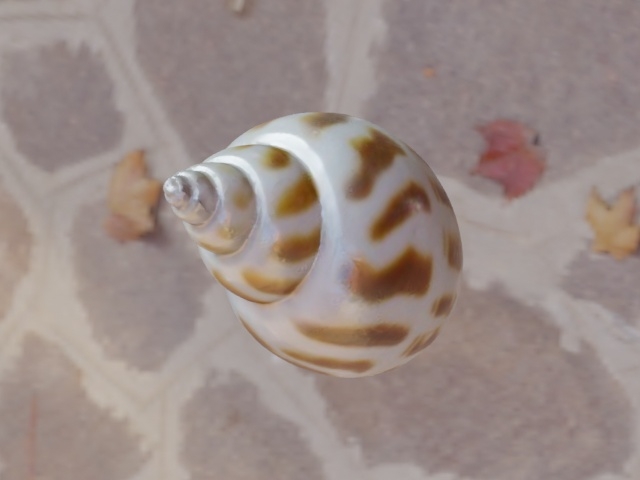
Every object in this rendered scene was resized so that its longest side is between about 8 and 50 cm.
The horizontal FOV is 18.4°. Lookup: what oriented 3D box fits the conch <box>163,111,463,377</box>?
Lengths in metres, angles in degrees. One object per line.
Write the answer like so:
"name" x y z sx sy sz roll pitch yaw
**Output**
"conch" 0.000 0.000 1.396 0.148 0.275 0.183 14 84 68
